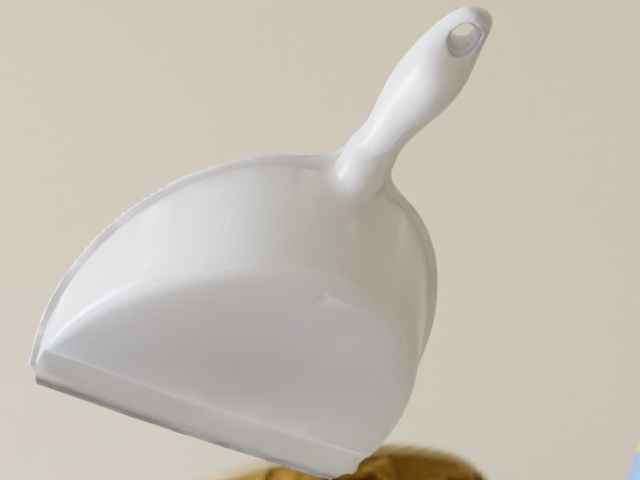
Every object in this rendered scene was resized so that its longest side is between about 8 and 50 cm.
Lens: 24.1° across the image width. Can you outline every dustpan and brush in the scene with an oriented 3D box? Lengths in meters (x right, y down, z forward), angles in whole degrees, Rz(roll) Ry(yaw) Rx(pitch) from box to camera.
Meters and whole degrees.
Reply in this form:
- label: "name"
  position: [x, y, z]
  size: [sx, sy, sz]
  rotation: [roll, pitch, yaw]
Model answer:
- label: "dustpan and brush"
  position: [0.000, 0.000, 0.540]
  size: [0.147, 0.060, 0.211]
  rotation: [21, -41, -20]

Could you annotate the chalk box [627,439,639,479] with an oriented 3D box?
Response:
- label: "chalk box"
  position: [0.255, 0.111, 0.664]
  size: [0.180, 0.289, 0.179]
  rotation: [23, -11, -10]
